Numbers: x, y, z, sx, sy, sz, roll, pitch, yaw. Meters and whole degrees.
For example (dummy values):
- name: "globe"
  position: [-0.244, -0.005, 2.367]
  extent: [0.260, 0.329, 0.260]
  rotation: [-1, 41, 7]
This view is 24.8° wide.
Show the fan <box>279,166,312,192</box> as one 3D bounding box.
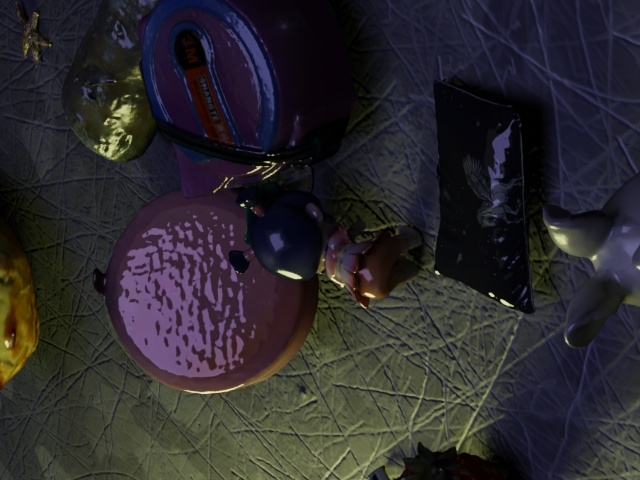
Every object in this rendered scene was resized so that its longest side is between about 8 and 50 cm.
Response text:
- name: "fan"
  position: [-0.020, -0.068, 1.650]
  extent: [0.080, 0.003, 0.060]
  rotation: [51, 141, 22]

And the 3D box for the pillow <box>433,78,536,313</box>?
- name: "pillow"
  position: [0.155, -0.042, 1.399]
  extent: [0.141, 0.055, 0.208]
  rotation: [27, 128, 50]

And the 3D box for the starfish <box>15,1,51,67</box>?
- name: "starfish"
  position: [-0.404, -0.286, 2.012]
  extent: [0.086, 0.016, 0.092]
  rotation: [59, 145, 15]

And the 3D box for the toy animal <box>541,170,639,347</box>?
- name: "toy animal"
  position: [0.285, 0.004, 1.157]
  extent: [0.193, 0.178, 0.127]
  rotation: [-10, 98, 51]

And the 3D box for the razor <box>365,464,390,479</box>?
- name: "razor"
  position: [0.082, 0.371, 1.734]
  extent: [0.084, 0.036, 0.211]
  rotation: [-118, 22, -50]

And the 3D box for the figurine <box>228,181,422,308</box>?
- name: "figurine"
  position: [0.000, 0.000, 1.540]
  extent: [0.195, 0.102, 0.111]
  rotation: [20, 123, 26]

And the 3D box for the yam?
- name: "yam"
  position: [-0.213, -0.233, 1.702]
  extent: [0.133, 0.133, 0.330]
  rotation: [54, 140, 18]

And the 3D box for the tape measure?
- name: "tape measure"
  position: [-0.084, -0.174, 1.536]
  extent: [0.245, 0.149, 0.231]
  rotation: [-7, 103, 45]

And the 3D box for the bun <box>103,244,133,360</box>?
- name: "bun"
  position: [-0.175, 0.082, 1.838]
  extent: [0.221, 0.108, 0.221]
  rotation: [13, 108, 43]

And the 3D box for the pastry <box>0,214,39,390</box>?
- name: "pastry"
  position: [-0.594, 0.094, 2.201]
  extent: [0.388, 0.312, 0.388]
  rotation: [11, 106, 44]

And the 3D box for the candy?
- name: "candy"
  position: [-0.132, 0.054, 1.681]
  extent: [0.255, 0.094, 0.255]
  rotation: [0, 90, 17]

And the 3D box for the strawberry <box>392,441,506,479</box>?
- name: "strawberry"
  position: [0.150, 0.288, 1.544]
  extent: [0.131, 0.148, 0.131]
  rotation: [-27, 48, 34]
